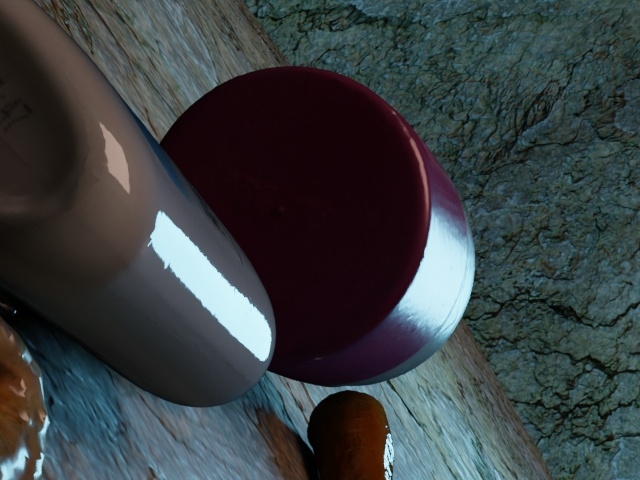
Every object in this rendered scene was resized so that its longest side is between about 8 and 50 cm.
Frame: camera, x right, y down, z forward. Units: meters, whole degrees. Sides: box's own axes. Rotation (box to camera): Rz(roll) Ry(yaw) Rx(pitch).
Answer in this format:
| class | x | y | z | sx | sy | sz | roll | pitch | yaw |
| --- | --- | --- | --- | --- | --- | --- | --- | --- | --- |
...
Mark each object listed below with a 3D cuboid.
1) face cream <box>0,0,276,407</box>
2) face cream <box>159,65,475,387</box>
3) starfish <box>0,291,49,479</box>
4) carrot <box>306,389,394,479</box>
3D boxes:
| class | x | y | z | sx | sy | sz | roll | pitch | yaw |
| --- | --- | --- | --- | --- | --- | --- | --- | --- | --- |
| face cream | -0.087 | 0.000 | 0.633 | 0.163 | 0.080 | 0.337 | 44 | -5 | 21 |
| face cream | 0.000 | 0.000 | 0.937 | 0.175 | 0.175 | 0.195 | 60 | 8 | 15 |
| starfish | -0.051 | 0.162 | 0.273 | 0.324 | 0.082 | 0.432 | 55 | 4 | 2 |
| carrot | 0.031 | 0.177 | 0.920 | 0.057 | 0.057 | 0.224 | 54 | 11 | -28 |
